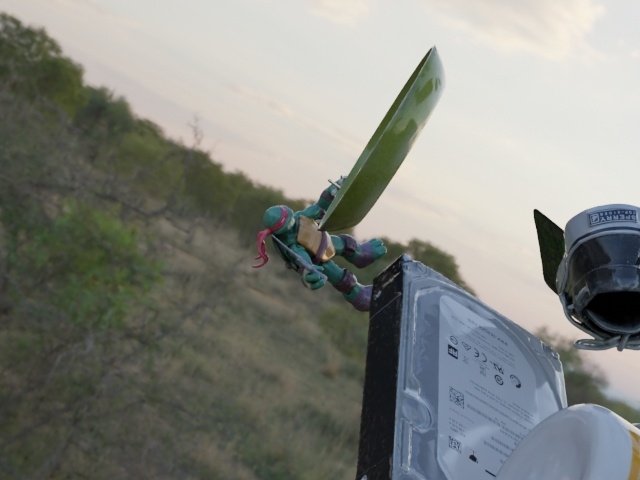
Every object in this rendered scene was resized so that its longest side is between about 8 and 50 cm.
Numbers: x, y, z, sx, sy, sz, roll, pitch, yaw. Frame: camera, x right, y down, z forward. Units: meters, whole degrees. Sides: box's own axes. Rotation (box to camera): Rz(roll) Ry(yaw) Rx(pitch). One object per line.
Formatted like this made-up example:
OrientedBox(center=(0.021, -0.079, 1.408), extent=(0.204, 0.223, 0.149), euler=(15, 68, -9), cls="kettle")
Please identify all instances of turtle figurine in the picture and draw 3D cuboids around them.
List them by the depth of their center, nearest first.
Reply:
OrientedBox(center=(0.000, 0.000, 1.299), extent=(0.118, 0.175, 0.234), euler=(-5, -29, 40), cls="turtle figurine")

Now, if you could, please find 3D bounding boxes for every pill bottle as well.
OrientedBox(center=(0.271, 0.262, 0.744), extent=(0.278, 0.162, 0.162), euler=(36, -3, -8), cls="pill bottle")

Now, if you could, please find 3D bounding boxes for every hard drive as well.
OrientedBox(center=(0.148, 0.191, 0.948), extent=(0.237, 0.064, 0.339), euler=(33, 38, -19), cls="hard drive")

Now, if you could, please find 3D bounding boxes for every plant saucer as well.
OrientedBox(center=(0.074, -0.104, 1.075), extent=(0.037, 0.241, 0.241), euler=(32, -2, -3), cls="plant saucer")

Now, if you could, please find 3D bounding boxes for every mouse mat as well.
OrientedBox(center=(0.382, 0.050, 1.483), extent=(0.152, 0.007, 0.189), euler=(48, -13, 44), cls="mouse mat")

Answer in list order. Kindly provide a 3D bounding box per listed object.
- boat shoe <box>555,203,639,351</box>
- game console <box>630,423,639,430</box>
OrientedBox(center=(0.315, 0.065, 1.036), extent=(0.113, 0.105, 0.306), euler=(-5, -22, 9), cls="boat shoe")
OrientedBox(center=(0.554, 0.438, 1.520), extent=(0.342, 0.060, 0.386), euler=(40, 30, 30), cls="game console")
